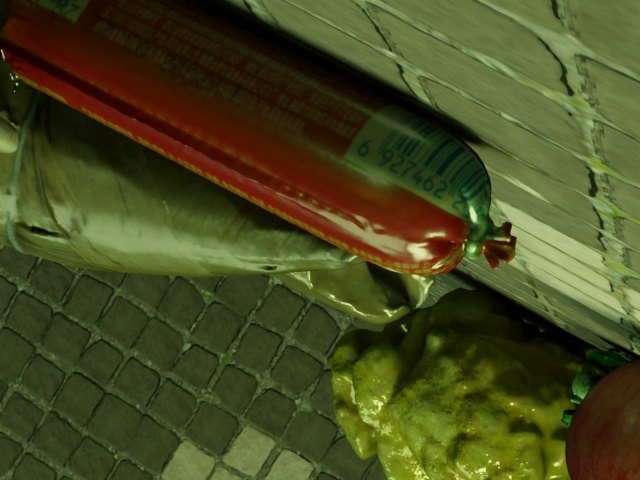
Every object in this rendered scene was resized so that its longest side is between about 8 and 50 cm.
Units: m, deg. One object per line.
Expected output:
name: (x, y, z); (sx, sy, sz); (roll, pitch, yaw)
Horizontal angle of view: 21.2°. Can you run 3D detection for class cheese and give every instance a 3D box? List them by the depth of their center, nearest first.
cheese: (0.000, 0.000, 1.444); (0.202, 0.091, 0.175); (29, 178, -8)

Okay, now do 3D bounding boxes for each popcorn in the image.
popcorn: (0.152, 0.158, 1.585); (0.241, 0.235, 0.250); (-16, -173, -26)

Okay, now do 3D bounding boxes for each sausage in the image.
sausage: (-0.026, -0.052, 0.778); (0.264, 0.083, 0.083); (28, 177, 21)

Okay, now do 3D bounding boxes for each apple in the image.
apple: (0.245, 0.146, 1.176); (0.153, 0.120, 0.153); (29, -176, -2)

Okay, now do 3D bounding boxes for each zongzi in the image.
zongzi: (-0.093, -0.044, 1.049); (0.360, 0.160, 0.323); (22, -179, 17)

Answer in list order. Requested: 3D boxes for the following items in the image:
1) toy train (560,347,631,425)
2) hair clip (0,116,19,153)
toy train: (0.299, 0.164, 1.437); (0.119, 0.085, 0.251); (15, 167, 42)
hair clip: (-0.241, -0.152, 0.807); (0.172, 0.113, 0.282); (48, -160, -80)
